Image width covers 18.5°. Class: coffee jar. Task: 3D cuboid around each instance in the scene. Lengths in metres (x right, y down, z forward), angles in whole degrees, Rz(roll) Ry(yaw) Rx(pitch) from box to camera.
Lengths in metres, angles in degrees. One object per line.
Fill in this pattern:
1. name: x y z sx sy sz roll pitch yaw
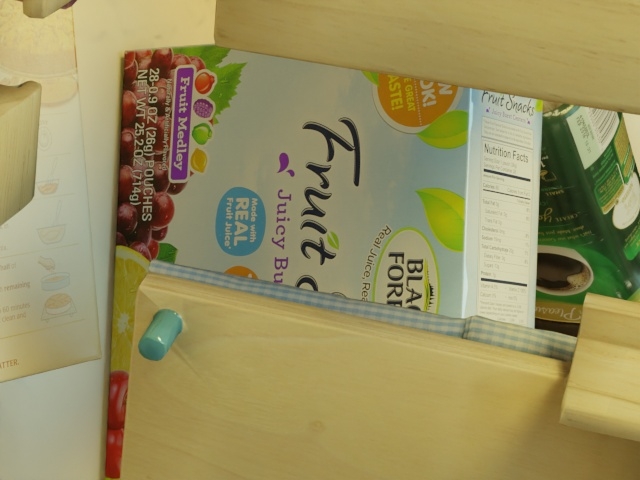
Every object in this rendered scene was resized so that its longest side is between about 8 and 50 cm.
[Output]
1. coffee jar: 0.135 -0.021 1.084 0.079 0.096 0.184 -57 135 -35

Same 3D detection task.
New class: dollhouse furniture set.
1. dollhouse furniture set: 0.000 0.000 0.700 0.198 0.286 0.303 -61 159 -63

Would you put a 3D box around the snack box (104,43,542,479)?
1. snack box: 0.000 0.022 0.814 0.070 0.174 0.207 7 85 -57

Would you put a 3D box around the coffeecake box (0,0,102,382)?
1. coffeecake box: -0.152 -0.039 0.685 0.142 0.068 0.186 -11 99 -54
